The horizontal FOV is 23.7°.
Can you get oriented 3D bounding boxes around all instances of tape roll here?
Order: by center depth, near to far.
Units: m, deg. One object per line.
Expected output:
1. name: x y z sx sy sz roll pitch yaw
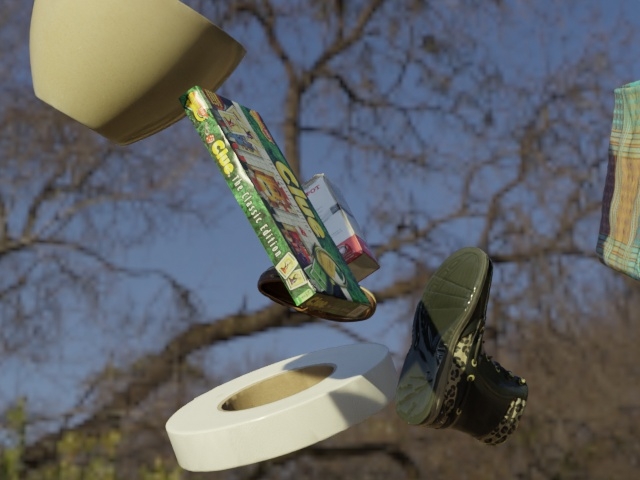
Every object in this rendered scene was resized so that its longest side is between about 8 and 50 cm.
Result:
1. tape roll: -0.061 0.267 2.481 0.392 0.072 0.392 -19 7 2

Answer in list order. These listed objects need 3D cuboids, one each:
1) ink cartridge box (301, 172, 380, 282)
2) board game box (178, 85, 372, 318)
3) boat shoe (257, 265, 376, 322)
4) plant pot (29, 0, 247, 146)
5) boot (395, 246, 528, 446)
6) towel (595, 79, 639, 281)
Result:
1. ink cartridge box: 0.000 0.000 1.909 0.099 0.135 0.056 -34 -34 13
2. board game box: -0.045 -0.038 1.561 0.030 0.260 0.136 -36 -21 15
3. boat shoe: -0.008 0.084 2.209 0.178 0.064 0.060 14 14 13
4. plant pot: -0.263 -0.234 1.967 0.284 0.191 0.284 30 -1 0
5. boot: 0.199 0.142 1.954 0.178 0.236 0.085 26 -10 -41
6. towel: 0.426 -0.086 2.055 0.040 0.272 0.370 7 3 -1
